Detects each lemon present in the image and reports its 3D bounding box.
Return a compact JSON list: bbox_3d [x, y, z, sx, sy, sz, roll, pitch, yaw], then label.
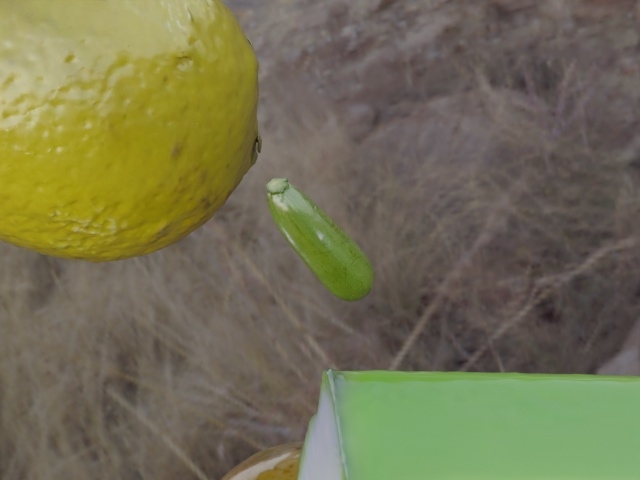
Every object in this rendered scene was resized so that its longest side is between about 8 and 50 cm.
[{"bbox_3d":[-0.175,-0.105,0.935,0.253,0.310,0.253,-34,45,42],"label":"lemon"}]

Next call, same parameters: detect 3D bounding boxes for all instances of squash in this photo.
[{"bbox_3d":[0.000,0.000,1.503,0.066,0.201,0.066,-29,30,18],"label":"squash"}]

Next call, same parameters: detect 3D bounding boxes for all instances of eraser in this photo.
[{"bbox_3d":[0.125,0.148,0.606,0.274,0.210,0.092,3,47,-5],"label":"eraser"}]

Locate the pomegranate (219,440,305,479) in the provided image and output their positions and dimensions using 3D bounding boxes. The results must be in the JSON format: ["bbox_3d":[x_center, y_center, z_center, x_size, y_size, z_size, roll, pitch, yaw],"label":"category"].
[{"bbox_3d":[0.014,0.296,0.982,0.307,0.307,0.307,-15,29,9],"label":"pomegranate"}]
